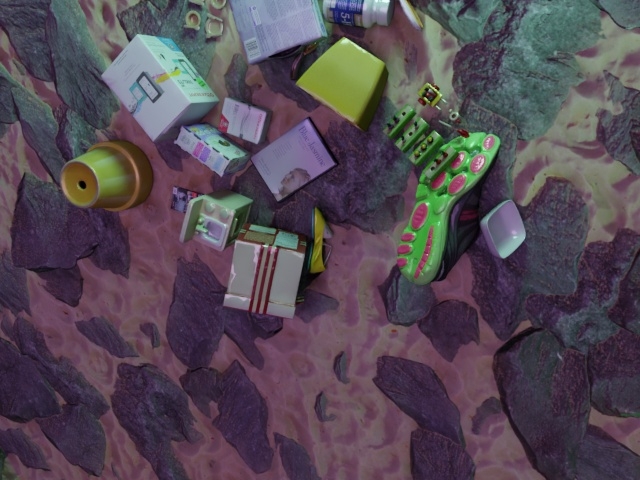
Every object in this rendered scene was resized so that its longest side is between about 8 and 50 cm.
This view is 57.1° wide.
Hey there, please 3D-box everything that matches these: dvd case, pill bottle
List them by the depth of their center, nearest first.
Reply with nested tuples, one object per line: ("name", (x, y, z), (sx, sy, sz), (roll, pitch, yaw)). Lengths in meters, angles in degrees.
("pill bottle", (0.111, -0.670, 1.686), (0.187, 0.112, 0.112), (14, 108, 16))
("dvd case", (-0.087, -0.257, 1.914), (0.253, 0.022, 0.180), (-31, 93, 23))
("dvd case", (-0.473, -0.137, 2.084), (0.120, 0.013, 0.087), (16, 109, 13))

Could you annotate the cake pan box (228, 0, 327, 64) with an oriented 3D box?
("cake pan box", (-0.128, -0.660, 1.689), (0.246, 0.070, 0.266), (-14, 99, 24))

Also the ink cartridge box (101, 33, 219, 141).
("ink cartridge box", (-0.511, -0.488, 1.902), (0.197, 0.198, 0.270), (-38, 91, 23))

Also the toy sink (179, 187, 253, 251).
("toy sink", (-0.334, -0.063, 1.936), (0.131, 0.234, 0.152), (23, 110, 12))

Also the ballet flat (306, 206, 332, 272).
("ballet flat", (0.000, 0.000, 1.934), (0.077, 0.077, 0.230), (4, 110, -4))

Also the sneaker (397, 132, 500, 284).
("sneaker", (0.382, -0.093, 1.730), (0.185, 0.202, 0.482), (31, 98, 39))

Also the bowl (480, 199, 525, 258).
("bowl", (0.524, -0.032, 1.711), (0.053, 0.142, 0.142), (-1, 121, 58))

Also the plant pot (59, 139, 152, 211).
("plant pot", (-0.755, -0.212, 2.039), (0.254, 0.239, 0.253), (5, 107, 17))

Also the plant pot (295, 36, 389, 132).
("plant pot", (0.084, -0.459, 1.713), (0.212, 0.212, 0.187), (35, 100, 7))

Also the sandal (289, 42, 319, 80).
("sandal", (-0.039, -0.585, 1.778), (0.060, 0.090, 0.219), (18, 109, -4))

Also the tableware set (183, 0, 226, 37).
("tableware set", (-0.368, -0.737, 1.883), (0.141, 0.020, 0.168), (17, 109, 14))

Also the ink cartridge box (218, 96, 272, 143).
("ink cartridge box", (-0.243, -0.390, 1.909), (0.151, 0.063, 0.109), (22, 110, 12))

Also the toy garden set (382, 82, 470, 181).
("toy garden set", (0.310, -0.323, 1.684), (0.204, 0.049, 0.244), (-47, 57, 14))

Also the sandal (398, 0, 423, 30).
("sandal", (0.235, -0.718, 1.645), (0.076, 0.102, 0.265), (-30, 102, 22))

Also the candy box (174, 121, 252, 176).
("candy box", (-0.346, -0.299, 1.914), (0.196, 0.165, 0.070), (36, 113, 7))

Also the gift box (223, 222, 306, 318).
("gift box", (-0.165, 0.105, 1.922), (0.255, 0.276, 0.258), (13, 105, 2))
